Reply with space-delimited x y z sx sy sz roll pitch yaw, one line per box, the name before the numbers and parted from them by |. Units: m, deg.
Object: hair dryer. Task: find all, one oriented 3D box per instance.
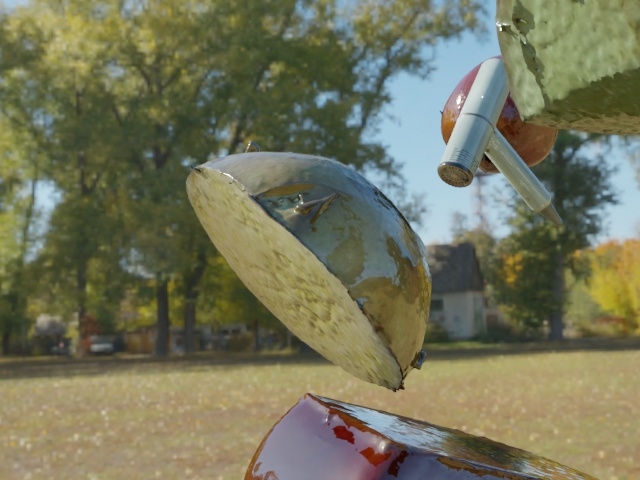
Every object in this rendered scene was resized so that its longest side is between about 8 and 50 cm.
hair dryer | 0.223 -0.091 1.054 0.183 0.154 0.044 36 -26 -23

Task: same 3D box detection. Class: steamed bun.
steamed bun | 0.113 0.299 0.813 0.379 0.248 0.235 20 -5 -29

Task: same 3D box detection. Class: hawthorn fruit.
hawthorn fruit | 0.291 -0.211 1.476 0.185 0.202 0.185 24 -11 5

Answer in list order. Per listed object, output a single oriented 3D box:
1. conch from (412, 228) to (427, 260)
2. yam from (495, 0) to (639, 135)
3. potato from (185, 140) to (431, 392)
conch | 0.043 -0.002 1.253 0.158 0.127 0.255 -20 -57 25
yam | 0.217 -0.189 0.541 0.202 0.271 0.202 19 -11 -8
potato | 0.000 0.000 0.815 0.116 0.239 0.299 -46 24 -15
